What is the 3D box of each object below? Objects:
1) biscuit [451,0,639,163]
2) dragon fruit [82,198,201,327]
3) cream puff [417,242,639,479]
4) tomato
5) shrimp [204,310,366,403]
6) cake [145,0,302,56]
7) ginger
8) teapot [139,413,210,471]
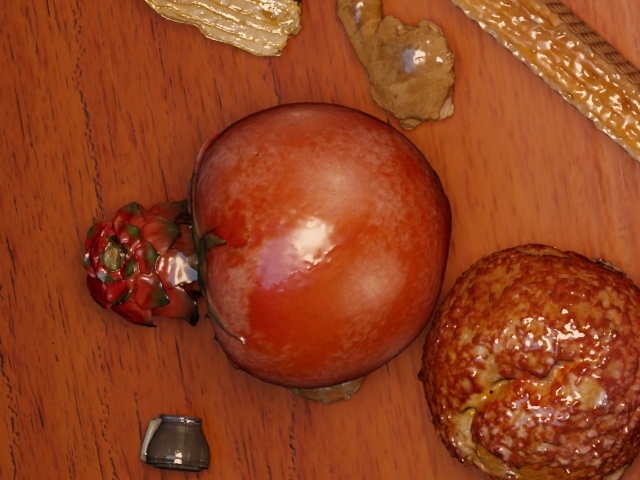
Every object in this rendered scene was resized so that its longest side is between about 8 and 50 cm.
[{"bbox_3d":[0.221,-0.169,1.672,0.378,0.094,0.054,43,110,12],"label":"biscuit"},{"bbox_3d":[-0.165,0.020,1.846,0.142,0.121,0.130,11,109,-4],"label":"dragon fruit"},{"bbox_3d":[0.200,0.125,1.682,0.240,0.164,0.240,5,113,13],"label":"cream puff"},{"bbox_3d":[0.000,0.000,1.701,0.265,0.265,0.265,3,98,22],"label":"tomato"},{"bbox_3d":[-0.034,0.099,1.840,0.180,0.041,0.099,19,102,20],"label":"shrimp"},{"bbox_3d":[-0.111,-0.246,1.832,0.185,0.116,0.080,14,109,-12],"label":"cake"},{"bbox_3d":[0.073,-0.185,1.744,0.096,0.067,0.165,-37,82,44],"label":"ginger"},{"bbox_3d":[-0.151,0.206,1.897,0.088,0.066,0.057,-5,74,45],"label":"teapot"}]
